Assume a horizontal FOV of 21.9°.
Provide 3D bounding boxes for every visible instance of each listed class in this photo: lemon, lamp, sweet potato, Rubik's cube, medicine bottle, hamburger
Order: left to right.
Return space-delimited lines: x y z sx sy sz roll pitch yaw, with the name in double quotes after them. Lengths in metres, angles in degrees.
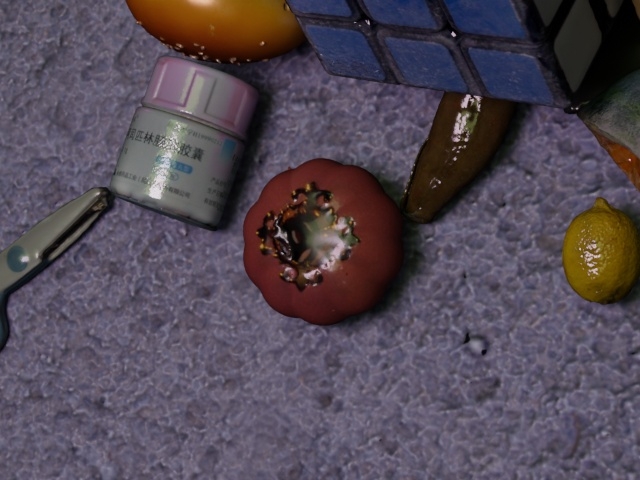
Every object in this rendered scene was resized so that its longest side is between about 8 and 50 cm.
-0.150 -0.109 1.852 0.135 0.135 0.168 18 86 23 "medicine bottle"
-0.105 -0.279 1.812 0.246 0.246 0.170 13 97 22 "hamburger"
0.000 0.000 1.771 0.182 0.140 0.182 -2 81 16 "lamp"
0.133 -0.345 1.624 0.305 0.301 0.303 14 62 34 "Rubik's cube"
0.161 -0.149 1.775 0.112 0.085 0.285 25 102 54 "sweet potato"
0.288 0.011 1.690 0.082 0.082 0.110 -1 87 21 "lemon"

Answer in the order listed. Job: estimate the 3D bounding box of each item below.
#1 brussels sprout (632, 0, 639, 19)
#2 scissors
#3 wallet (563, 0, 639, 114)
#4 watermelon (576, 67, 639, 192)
0.441 -0.298 1.593 0.317 0.242 0.273 -1 97 -10 "brussels sprout"
-0.356 0.028 1.954 0.289 0.041 0.138 -39 71 15 "scissors"
0.302 -0.283 1.765 0.146 0.030 0.285 -16 75 20 "wallet"
0.405 -0.081 1.604 0.322 0.175 0.188 43 99 14 "watermelon"
